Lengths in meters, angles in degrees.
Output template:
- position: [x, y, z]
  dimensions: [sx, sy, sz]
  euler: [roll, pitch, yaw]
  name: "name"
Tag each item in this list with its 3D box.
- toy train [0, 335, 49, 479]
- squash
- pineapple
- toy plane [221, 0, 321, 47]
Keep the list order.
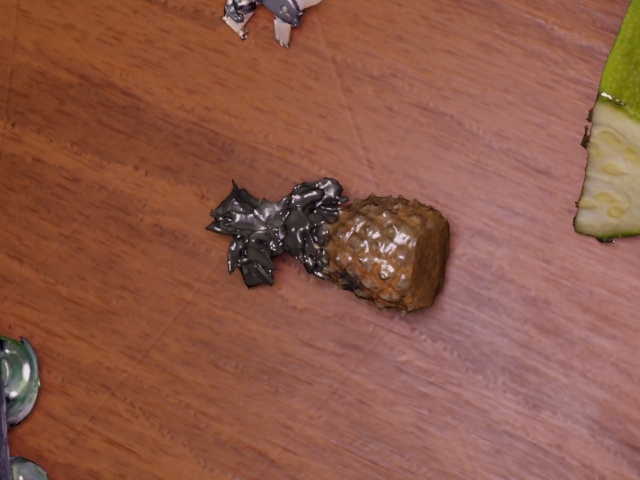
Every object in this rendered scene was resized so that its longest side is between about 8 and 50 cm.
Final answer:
- position: [-0.406, 0.212, 1.448]
  dimensions: [0.249, 0.173, 0.307]
  euler: [-13, 81, 18]
  name: "toy train"
- position: [0.333, -0.158, 1.382]
  dimensions: [0.111, 0.203, 0.289]
  euler: [16, 52, 15]
  name: "squash"
- position: [0.000, 0.000, 1.410]
  dimensions: [0.237, 0.111, 0.119]
  euler: [13, 55, 23]
  name: "pineapple"
- position: [-0.083, -0.278, 1.457]
  dimensions: [0.188, 0.062, 0.135]
  euler: [40, 129, -5]
  name: "toy plane"
